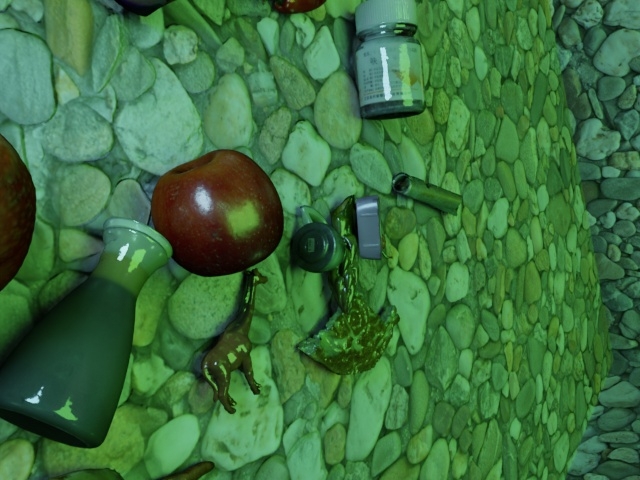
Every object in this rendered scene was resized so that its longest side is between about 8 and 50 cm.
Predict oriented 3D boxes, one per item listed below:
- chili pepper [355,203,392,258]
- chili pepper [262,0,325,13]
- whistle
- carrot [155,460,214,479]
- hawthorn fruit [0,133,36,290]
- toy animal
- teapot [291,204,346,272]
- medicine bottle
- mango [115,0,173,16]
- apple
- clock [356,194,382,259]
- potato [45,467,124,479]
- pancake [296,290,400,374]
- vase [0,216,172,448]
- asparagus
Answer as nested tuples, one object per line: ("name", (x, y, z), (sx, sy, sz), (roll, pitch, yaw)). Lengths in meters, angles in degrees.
("chili pepper", (0.117, -0.022, 1.596), (0.191, 0.050, 0.059), (54, 52, -19))
("chili pepper", (-0.039, -0.538, 1.417), (0.272, 0.064, 0.071), (-34, 127, -49))
("whistle", (0.314, -0.128, 1.834), (0.326, 0.057, 0.067), (14, 81, -50))
("carrot", (-0.246, 0.427, 1.150), (0.165, 0.036, 0.035), (-4, 92, -53))
("hawthorn fruit", (-0.463, -0.043, 0.717), (0.276, 0.300, 0.275), (-12, 117, -26))
("toy animal", (-0.152, 0.190, 1.248), (0.224, 0.066, 0.229), (-29, 105, -47))
("teapot", (-0.005, 0.009, 1.426), (0.111, 0.149, 0.108), (-53, 150, 10))
("medicine bottle", (0.169, -0.442, 1.584), (0.165, 0.165, 0.273), (-11, 98, -50))
("mango", (-0.298, -0.513, 1.024), (0.201, 0.153, 0.287), (-38, 118, -48))
("apple", (-0.174, -0.045, 1.107), (0.218, 0.218, 0.201), (-40, 117, -44))
("clock", (0.117, -0.034, 1.519), (0.110, 0.050, 0.152), (-59, 145, -75))
("potato", (-0.368, 0.400, 0.964), (0.188, 0.085, 0.105), (-1, 92, -55))
("pancake", (0.076, 0.217, 1.540), (0.377, 0.054, 0.197), (-1, 91, -53))
("vase", (-0.337, 0.125, 0.955), (0.173, 0.173, 0.321), (47, 50, -39))
("asparagus", (0.050, 0.031, 1.493), (0.080, 0.080, 0.287), (10, 73, -50))
